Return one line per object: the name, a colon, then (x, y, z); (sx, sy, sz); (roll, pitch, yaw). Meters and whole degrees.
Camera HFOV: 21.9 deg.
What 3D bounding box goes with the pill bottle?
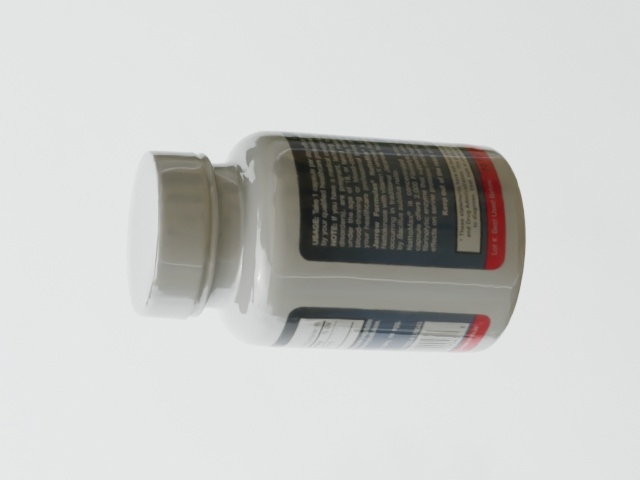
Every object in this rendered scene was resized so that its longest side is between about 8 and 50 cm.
pill bottle: (0.000, 0.000, 0.818); (0.180, 0.108, 0.108); (3, -125, -17)
